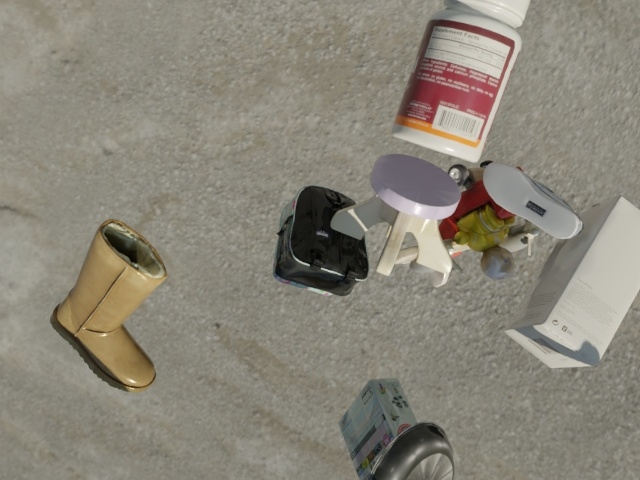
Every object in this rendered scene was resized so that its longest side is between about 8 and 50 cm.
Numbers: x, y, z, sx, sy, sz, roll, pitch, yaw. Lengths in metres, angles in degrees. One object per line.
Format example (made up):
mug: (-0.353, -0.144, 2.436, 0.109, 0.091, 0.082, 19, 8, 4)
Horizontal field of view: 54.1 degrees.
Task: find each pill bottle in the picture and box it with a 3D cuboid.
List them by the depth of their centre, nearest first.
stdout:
pill bottle: (0.330, -0.400, 1.467, 0.224, 0.224, 0.391, 23, 101, 23)

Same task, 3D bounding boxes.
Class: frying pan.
frying pan: (0.103, 0.349, 0.921, 0.053, 0.197, 0.326, 20, 169, 47)

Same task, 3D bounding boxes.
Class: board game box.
board game box: (0.176, 0.555, 1.666, 0.224, 0.098, 0.303, -63, 36, 38)

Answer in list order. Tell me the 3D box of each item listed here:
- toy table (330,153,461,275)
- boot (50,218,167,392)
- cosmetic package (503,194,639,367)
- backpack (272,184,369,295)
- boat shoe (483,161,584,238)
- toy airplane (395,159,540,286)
toy table: (0.163, -0.051, 1.219, 0.252, 0.274, 0.160, 27, 115, 14)
boot: (-0.334, 0.125, 1.071, 0.236, 0.089, 0.269, 40, 126, -8)
cosmetic package: (0.601, 0.096, 1.428, 0.155, 0.365, 0.197, 38, 165, 1)
backpack: (0.000, 0.000, 1.532, 0.225, 0.253, 0.191, 17, 148, -22)
boat shoe: (0.488, -0.090, 1.446, 0.258, 0.084, 0.095, 48, 119, 27)
toy airplane: (0.391, 0.008, 1.650, 0.272, 0.386, 0.384, 57, -176, 29)
